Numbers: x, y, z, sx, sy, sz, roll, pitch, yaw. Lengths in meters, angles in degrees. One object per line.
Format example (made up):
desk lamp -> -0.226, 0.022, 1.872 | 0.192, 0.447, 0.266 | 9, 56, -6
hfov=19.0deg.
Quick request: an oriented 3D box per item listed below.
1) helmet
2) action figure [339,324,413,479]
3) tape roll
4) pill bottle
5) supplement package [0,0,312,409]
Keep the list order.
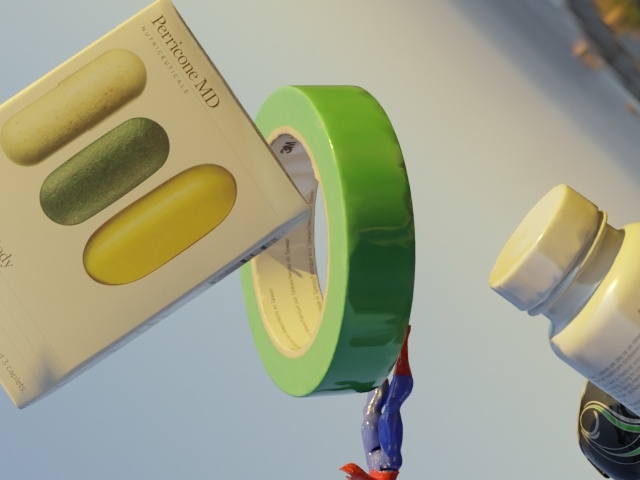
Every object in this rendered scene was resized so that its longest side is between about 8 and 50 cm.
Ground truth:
helmet -> 0.399, 0.214, 2.233 | 0.161, 0.169, 0.169 | 14, 166, 37
action figure -> 0.039, 0.234, 2.115 | 0.139, 0.091, 0.280 | 3, -105, -31
tape roll -> 0.000, 0.000, 1.963 | 0.077, 0.321, 0.321 | -2, -152, -20
pill bottle -> 0.255, 0.061, 1.515 | 0.229, 0.131, 0.131 | 35, -172, -6
supplement package -> -0.167, -0.029, 1.486 | 0.199, 0.262, 0.198 | 56, 180, 0
